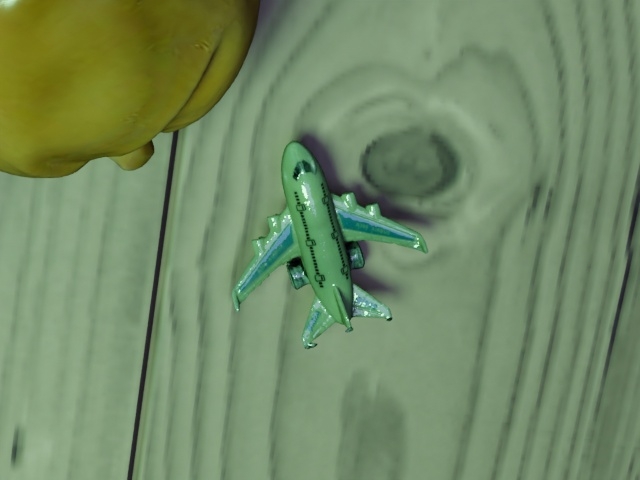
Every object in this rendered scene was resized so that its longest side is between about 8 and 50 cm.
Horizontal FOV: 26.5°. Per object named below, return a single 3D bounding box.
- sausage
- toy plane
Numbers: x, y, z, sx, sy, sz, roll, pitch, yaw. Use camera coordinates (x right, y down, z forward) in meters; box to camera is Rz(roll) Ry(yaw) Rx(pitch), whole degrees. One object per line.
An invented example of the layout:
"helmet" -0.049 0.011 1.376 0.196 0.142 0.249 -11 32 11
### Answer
"sausage" -0.117 -0.128 0.445 0.136 0.120 0.241 -24 108 33
"toy plane" 0.000 0.000 0.543 0.080 0.033 0.083 -17 100 -3
